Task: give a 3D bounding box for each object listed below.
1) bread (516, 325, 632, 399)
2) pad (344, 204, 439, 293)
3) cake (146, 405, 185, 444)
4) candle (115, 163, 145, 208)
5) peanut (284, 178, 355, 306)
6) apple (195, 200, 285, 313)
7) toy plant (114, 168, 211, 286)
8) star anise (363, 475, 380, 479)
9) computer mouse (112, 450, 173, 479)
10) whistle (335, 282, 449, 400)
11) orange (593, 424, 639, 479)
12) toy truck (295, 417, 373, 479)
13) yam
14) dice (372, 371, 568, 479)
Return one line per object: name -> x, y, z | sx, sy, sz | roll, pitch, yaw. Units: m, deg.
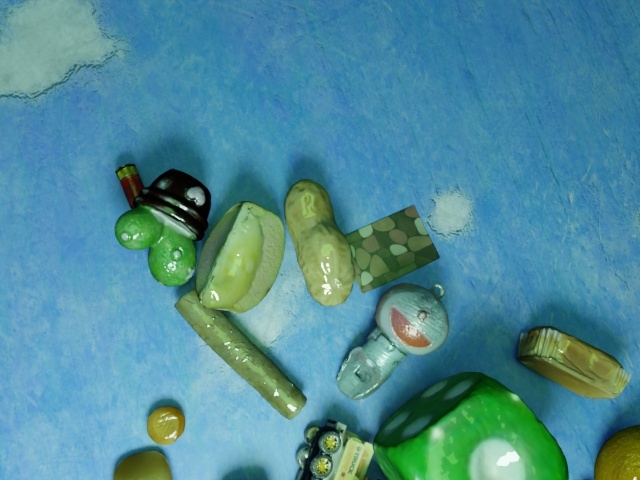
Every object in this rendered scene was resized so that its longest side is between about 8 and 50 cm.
bread -> 0.617, 0.298, 1.359 | 0.241, 0.136, 0.106 | 27, 72, -3
pad -> 0.175, 0.020, 1.416 | 0.235, 0.003, 0.158 | -23, 82, -14
cake -> -0.339, 0.407, 1.219 | 0.084, 0.044, 0.083 | 2, 75, -8
candle -> -0.443, -0.117, 1.319 | 0.052, 0.052, 0.130 | -24, 83, -14
peanut -> 0.000, 0.000, 1.317 | 0.148, 0.147, 0.318 | -13, 79, -12
apple -> -0.186, 0.048, 1.289 | 0.193, 0.120, 0.264 | 35, 71, -44
toy plant -> -0.345, -0.029, 1.252 | 0.218, 0.176, 0.235 | 42, 67, -40
star anise -> 0.123, 0.585, 1.108 | 0.148, 0.346, 0.237 | 4, 43, 14
computer mouse -> -0.365, 0.578, 1.171 | 0.126, 0.056, 0.245 | -10, 80, -11
whistle -> 0.172, 0.233, 1.291 | 0.189, 0.189, 0.348 | 43, 85, 2
orange -> 0.765, 0.555, 1.254 | 0.275, 0.274, 0.274 | 2, 77, -9
toy truck -> 0.017, 0.542, 1.211 | 0.157, 0.124, 0.272 | 27, 71, -14
yam -> -0.183, 0.259, 1.262 | 0.083, 0.083, 0.371 | -43, 89, -16
dice -> 0.306, 0.472, 1.176 | 0.297, 0.300, 0.287 | -35, 85, -17
